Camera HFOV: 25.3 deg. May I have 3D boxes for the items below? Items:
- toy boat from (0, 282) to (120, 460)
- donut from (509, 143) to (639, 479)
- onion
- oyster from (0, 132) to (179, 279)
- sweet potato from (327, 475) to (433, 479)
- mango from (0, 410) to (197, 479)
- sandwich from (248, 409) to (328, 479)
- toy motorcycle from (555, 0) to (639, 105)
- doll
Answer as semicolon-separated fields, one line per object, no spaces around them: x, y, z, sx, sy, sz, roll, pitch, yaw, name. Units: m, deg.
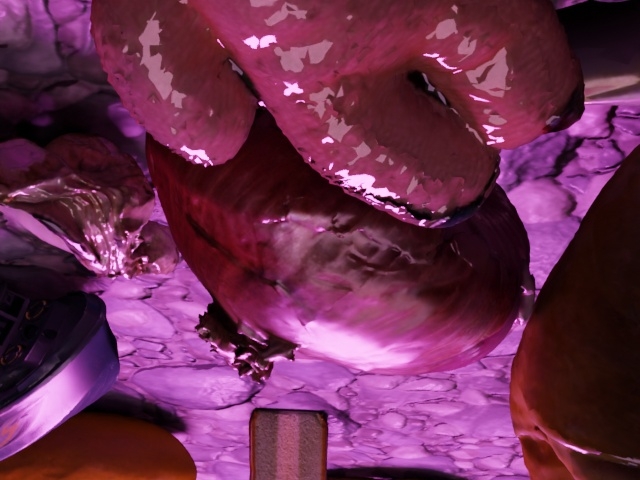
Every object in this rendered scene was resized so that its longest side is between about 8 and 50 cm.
-0.252;0.104;1.102;0.122;0.114;0.296;40;138;-21;toy boat
0.277;0.086;0.773;0.360;0.360;0.170;2;169;0;donut
0.000;0.000;0.755;0.230;0.230;0.163;21;106;-32;onion
-0.163;-0.029;0.896;0.163;0.081;0.191;15;164;39;oyster
0.064;0.264;1.448;0.249;0.059;0.069;11;164;-8;sweet potato
-0.293;0.225;1.319;0.331;0.142;0.195;-13;154;12;mango
-0.031;0.223;1.307;0.074;0.116;0.074;2;153;-1;sandwich
0.250;-0.120;0.636;0.340;0.108;0.223;-5;141;0;toy motorcycle
-0.024;-0.131;0.584;0.201;0.156;0.303;-44;122;10;doll
